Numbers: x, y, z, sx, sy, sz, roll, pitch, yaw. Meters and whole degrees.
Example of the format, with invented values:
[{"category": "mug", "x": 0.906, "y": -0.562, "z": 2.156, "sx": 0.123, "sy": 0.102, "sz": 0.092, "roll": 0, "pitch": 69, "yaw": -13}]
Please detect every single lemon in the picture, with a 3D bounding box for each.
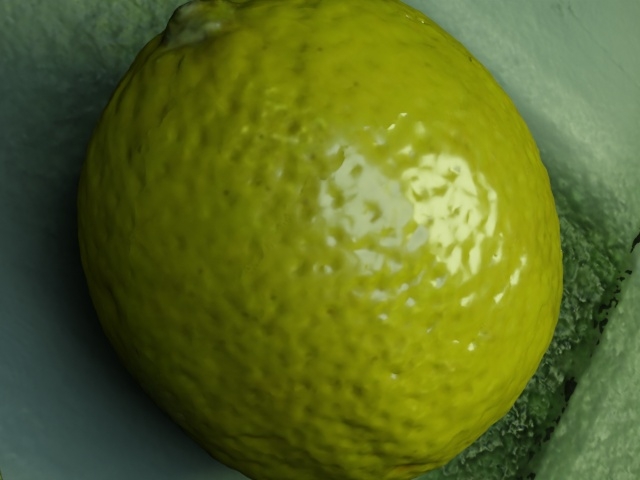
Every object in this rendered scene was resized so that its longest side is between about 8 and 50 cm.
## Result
[{"category": "lemon", "x": 0.000, "y": -0.001, "z": 0.859, "sx": 0.267, "sy": 0.267, "sz": 0.267, "roll": 6, "pitch": 77, "yaw": -28}]

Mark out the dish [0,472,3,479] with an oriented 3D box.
[{"category": "dish", "x": -0.254, "y": 0.108, "z": 0.773, "sx": 0.221, "sy": 0.108, "sz": 0.262, "roll": -45, "pitch": 102, "yaw": -27}]
